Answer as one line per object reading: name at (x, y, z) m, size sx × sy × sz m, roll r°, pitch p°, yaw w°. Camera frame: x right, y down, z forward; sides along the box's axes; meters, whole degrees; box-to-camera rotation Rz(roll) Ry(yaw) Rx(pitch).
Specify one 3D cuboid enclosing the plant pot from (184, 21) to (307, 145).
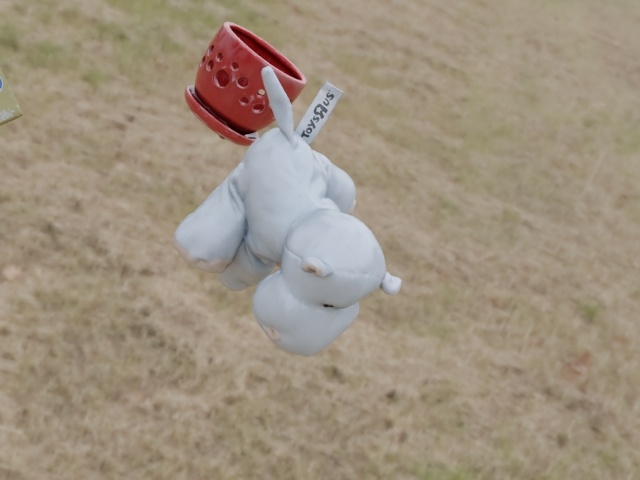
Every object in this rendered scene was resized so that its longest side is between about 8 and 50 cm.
plant pot at (-0.150, -0.286, 2.061) m, size 0.191 × 0.174 × 0.191 m, roll 37°, pitch 14°, yaw -11°

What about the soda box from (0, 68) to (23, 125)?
soda box at (-0.522, -0.260, 1.679) m, size 0.058 × 0.181 × 0.061 m, roll -27°, pitch 12°, yaw -23°

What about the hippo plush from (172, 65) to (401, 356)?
hippo plush at (0.000, 0.000, 1.294) m, size 0.234 × 0.294 × 0.236 m, roll 7°, pitch 35°, yaw -48°
